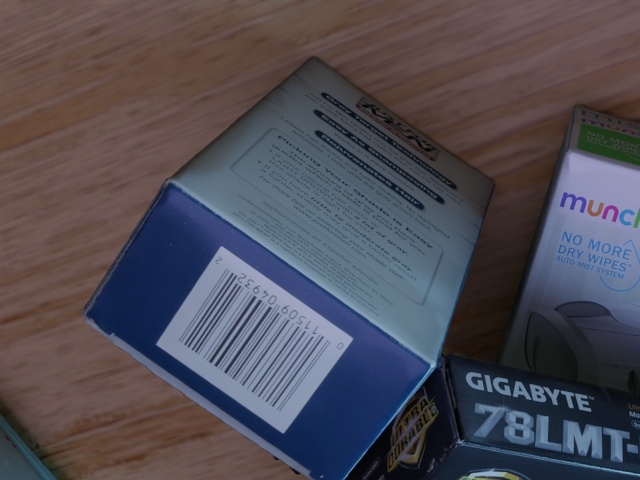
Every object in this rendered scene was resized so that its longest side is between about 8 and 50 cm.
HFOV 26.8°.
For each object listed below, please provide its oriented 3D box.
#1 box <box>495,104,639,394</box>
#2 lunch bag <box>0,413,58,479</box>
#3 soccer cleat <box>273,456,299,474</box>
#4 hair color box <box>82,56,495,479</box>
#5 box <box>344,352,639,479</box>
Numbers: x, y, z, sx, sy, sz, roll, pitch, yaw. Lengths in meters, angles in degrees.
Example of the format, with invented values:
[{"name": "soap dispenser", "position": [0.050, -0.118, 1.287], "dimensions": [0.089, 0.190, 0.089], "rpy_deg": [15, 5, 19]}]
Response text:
[{"name": "box", "position": [0.270, 0.055, 0.945], "dimensions": [0.262, 0.127, 0.231], "rpy_deg": [17, 114, 7]}, {"name": "lunch bag", "position": [-0.365, 0.255, 1.166], "dimensions": [0.279, 0.108, 0.224], "rpy_deg": [-37, 101, 22]}, {"name": "soccer cleat", "position": [0.055, 0.139, 1.047], "dimensions": [0.318, 0.116, 0.109], "rpy_deg": [27, 138, 20]}, {"name": "hair color box", "position": [0.000, 0.000, 0.863], "dimensions": [0.174, 0.347, 0.105], "rpy_deg": [36, 113, 0]}, {"name": "box", "position": [0.140, 0.205, 0.873], "dimensions": [0.295, 0.073, 0.293], "rpy_deg": [12, 134, -22]}]
